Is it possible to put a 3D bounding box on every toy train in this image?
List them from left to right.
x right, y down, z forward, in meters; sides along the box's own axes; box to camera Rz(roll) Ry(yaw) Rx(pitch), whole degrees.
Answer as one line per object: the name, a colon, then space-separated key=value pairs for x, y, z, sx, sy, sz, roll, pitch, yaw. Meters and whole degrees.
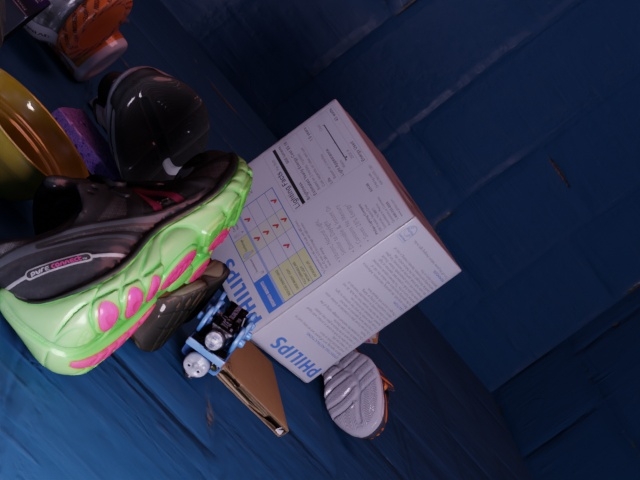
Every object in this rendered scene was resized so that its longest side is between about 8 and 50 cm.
toy train: x=-0.150 y=0.142 z=1.765 sx=0.080 sy=0.105 sz=0.184 roll=35 pitch=11 yaw=-1

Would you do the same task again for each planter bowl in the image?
planter bowl: x=-0.397 y=-0.117 z=1.564 sx=0.217 sy=0.090 sz=0.217 roll=51 pitch=10 yaw=-12

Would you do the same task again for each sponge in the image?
sponge: x=-0.356 y=-0.127 z=2.013 sx=0.210 sy=0.031 sz=0.117 roll=53 pitch=8 yaw=1

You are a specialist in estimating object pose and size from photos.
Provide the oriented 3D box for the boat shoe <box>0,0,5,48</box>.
boat shoe: x=-0.514 y=-0.293 z=1.660 sx=0.320 sy=0.103 sz=0.118 roll=-80 pitch=177 yaw=-74

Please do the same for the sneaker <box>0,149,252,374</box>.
sneaker: x=-0.232 y=-0.025 z=1.477 sx=0.202 sy=0.185 sz=0.483 roll=38 pitch=28 yaw=4

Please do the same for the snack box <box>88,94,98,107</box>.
snack box: x=-0.331 y=-0.205 z=2.320 sx=0.174 sy=0.070 sz=0.207 roll=54 pitch=8 yaw=5

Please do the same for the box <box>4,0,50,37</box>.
box: x=-0.523 y=-0.384 z=1.908 sx=0.153 sy=0.108 sz=0.207 roll=51 pitch=9 yaw=-16

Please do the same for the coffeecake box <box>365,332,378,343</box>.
coffeecake box: x=0.036 y=0.137 z=2.459 sx=0.185 sy=0.142 sz=0.068 roll=71 pitch=25 yaw=-59

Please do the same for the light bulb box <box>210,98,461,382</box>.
light bulb box: x=0.000 y=0.000 z=2.271 sx=0.225 sy=0.361 sz=0.358 roll=45 pitch=11 yaw=-48

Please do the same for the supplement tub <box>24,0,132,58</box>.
supplement tub: x=-0.483 y=-0.477 z=2.111 sx=0.316 sy=0.193 sz=0.193 roll=47 pitch=8 yaw=5

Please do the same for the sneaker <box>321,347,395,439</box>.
sneaker: x=0.088 y=0.291 z=2.358 sx=0.180 sy=0.125 sz=0.321 roll=45 pitch=11 yaw=-34

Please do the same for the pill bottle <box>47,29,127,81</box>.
pill bottle: x=-0.465 y=-0.411 z=2.266 sx=0.216 sy=0.121 sz=0.121 roll=53 pitch=9 yaw=-2

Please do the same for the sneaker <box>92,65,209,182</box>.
sneaker: x=-0.303 y=-0.191 z=1.959 sx=0.257 sy=0.169 sz=0.447 roll=44 pitch=-10 yaw=19

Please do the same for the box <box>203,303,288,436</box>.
box: x=-0.120 y=0.205 z=1.959 sx=0.164 sy=0.021 sz=0.201 roll=48 pitch=10 yaw=-27

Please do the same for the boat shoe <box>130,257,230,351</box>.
boat shoe: x=-0.225 y=0.064 z=1.711 sx=0.120 sy=0.122 sz=0.324 roll=40 pitch=8 yaw=1
